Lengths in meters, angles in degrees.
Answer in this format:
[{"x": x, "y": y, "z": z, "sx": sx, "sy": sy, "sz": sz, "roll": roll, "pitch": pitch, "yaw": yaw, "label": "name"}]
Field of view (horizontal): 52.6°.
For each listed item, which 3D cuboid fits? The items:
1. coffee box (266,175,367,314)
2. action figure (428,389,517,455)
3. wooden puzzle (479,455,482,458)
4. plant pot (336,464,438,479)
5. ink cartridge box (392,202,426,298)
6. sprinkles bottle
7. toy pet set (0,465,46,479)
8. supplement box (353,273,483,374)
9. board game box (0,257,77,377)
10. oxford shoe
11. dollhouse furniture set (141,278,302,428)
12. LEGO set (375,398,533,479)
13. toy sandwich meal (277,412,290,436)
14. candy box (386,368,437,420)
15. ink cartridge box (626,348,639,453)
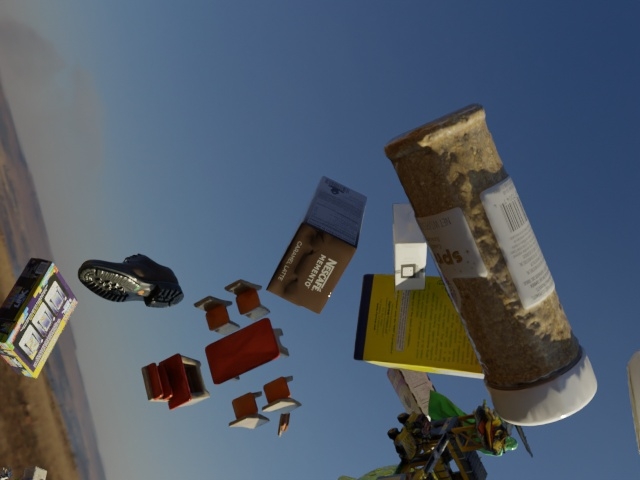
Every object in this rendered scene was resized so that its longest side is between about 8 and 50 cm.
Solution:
[{"x": 0.000, "y": 0.000, "z": 1.121, "sx": 0.141, "sy": 0.098, "sz": 0.246, "roll": -62, "pitch": -176, "yaw": 24, "label": "coffee box"}, {"x": 0.360, "y": 0.448, "z": 1.537, "sx": 0.232, "sy": 0.064, "sz": 0.137, "roll": 14, "pitch": -64, "yaw": 46, "label": "action figure"}, {"x": 0.337, "y": 0.517, "z": 1.462, "sx": 0.006, "sy": 0.083, "sz": 0.049, "roll": 42, "pitch": -26, "yaw": 13, "label": "wooden puzzle"}, {"x": 0.151, "y": 0.600, "z": 1.348, "sx": 0.227, "sy": 0.207, "sz": 0.228, "roll": -15, "pitch": -110, "yaw": 57, "label": "plant pot"}, {"x": 0.171, "y": 0.024, "z": 1.260, "sx": 0.180, "sy": 0.060, "sz": 0.104, "roll": 82, "pitch": 8, "yaw": -49, "label": "ink cartridge box"}, {"x": 0.194, "y": 0.028, "z": 0.740, "sx": 0.355, "sy": 0.121, "sz": 0.121, "roll": 66, "pitch": -22, "yaw": -7, "label": "sprinkles bottle"}, {"x": -0.686, "y": 0.570, "z": 1.496, "sx": 0.122, "sy": 0.114, "sz": 0.065, "roll": 55, "pitch": 25, "yaw": -47, "label": "toy pet set"}, {"x": 0.280, "y": 0.187, "z": 1.388, "sx": 0.357, "sy": 0.194, "sz": 0.195, "roll": 1, "pitch": -105, "yaw": 31, "label": "supplement box"}, {"x": -0.518, "y": 0.140, "z": 1.173, "sx": 0.141, "sy": 0.048, "sz": 0.170, "roll": 89, "pitch": 14, "yaw": -53, "label": "board game box"}, {"x": -0.382, "y": 0.070, "z": 1.288, "sx": 0.083, "sy": 0.227, "sz": 0.096, "roll": -38, "pitch": -124, "yaw": 22, "label": "oxford shoe"}, {"x": -0.197, "y": 0.236, "z": 1.255, "sx": 0.135, "sy": 0.259, "sz": 0.261, "roll": 33, "pitch": 33, "yaw": -61, "label": "dollhouse furniture set"}, {"x": 0.232, "y": 0.357, "z": 0.799, "sx": 0.192, "sy": 0.255, "sz": 0.331, "roll": -24, "pitch": -91, "yaw": 34, "label": "LEGO set"}, {"x": -0.109, "y": 0.550, "z": 1.948, "sx": 0.085, "sy": 0.029, "sz": 0.085, "roll": 8, "pitch": 90, "yaw": -89, "label": "toy sandwich meal"}, {"x": 0.272, "y": 0.433, "z": 1.875, "sx": 0.164, "sy": 0.070, "sz": 0.196, "roll": 92, "pitch": -26, "yaw": -61, "label": "candy box"}, {"x": 0.627, "y": 0.259, "z": 0.811, "sx": 0.385, "sy": 0.160, "sz": 0.279, "roll": 38, "pitch": -51, "yaw": -13, "label": "ink cartridge box"}]
